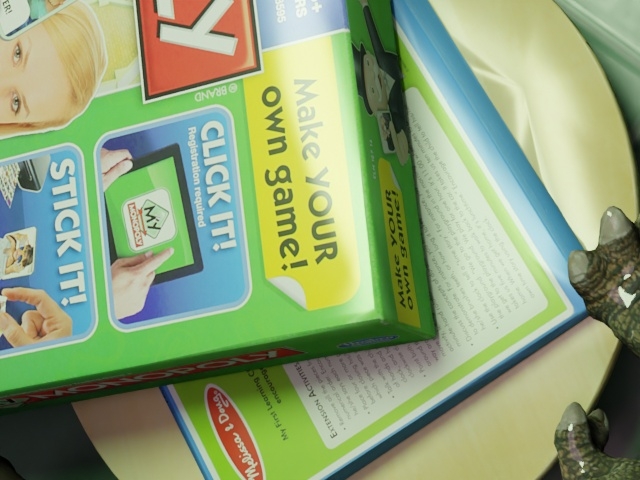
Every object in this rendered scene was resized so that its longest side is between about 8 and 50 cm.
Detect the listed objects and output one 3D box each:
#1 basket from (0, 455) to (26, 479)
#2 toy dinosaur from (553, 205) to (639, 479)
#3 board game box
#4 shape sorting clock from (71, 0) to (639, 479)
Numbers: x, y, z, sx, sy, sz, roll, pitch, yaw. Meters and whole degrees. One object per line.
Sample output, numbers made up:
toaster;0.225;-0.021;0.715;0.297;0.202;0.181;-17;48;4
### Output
basket;-0.051;0.187;0.453;0.227;0.204;0.154;30;104;11
toy dinosaur;0.143;0.037;0.381;0.160;0.121;0.313;35;88;41
board game box;-0.088;-0.107;0.513;0.213;0.046;0.317;-13;75;22
shape sorting clock;0.000;0.000;0.502;0.206;0.040;0.206;-4;79;23
